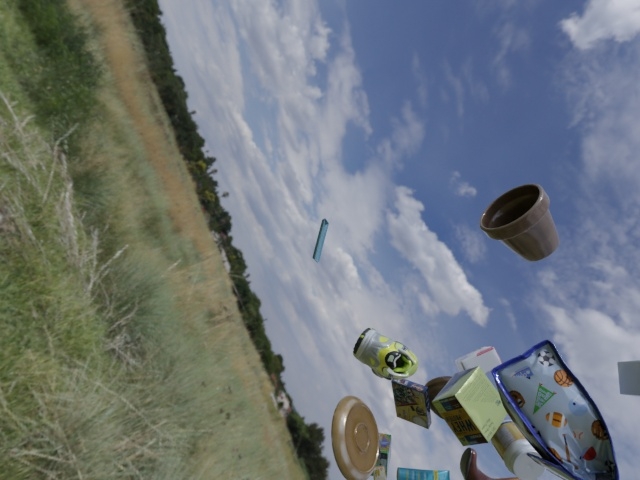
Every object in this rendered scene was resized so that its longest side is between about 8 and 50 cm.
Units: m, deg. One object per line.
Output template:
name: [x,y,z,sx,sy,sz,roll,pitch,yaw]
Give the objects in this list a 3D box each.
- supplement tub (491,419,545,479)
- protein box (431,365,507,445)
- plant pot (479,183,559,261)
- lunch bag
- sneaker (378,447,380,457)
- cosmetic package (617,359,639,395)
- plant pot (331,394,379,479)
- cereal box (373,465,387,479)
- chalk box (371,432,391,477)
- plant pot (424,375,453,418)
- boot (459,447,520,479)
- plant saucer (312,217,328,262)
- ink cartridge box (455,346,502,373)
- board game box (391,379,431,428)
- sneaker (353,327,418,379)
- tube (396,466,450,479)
supplement tub: [0.750,0.796,1.723,0.200,0.144,0.145,-95,164,-81]
protein box: [0.579,0.636,1.744,0.201,0.199,0.136,54,-39,7]
plant pot: [0.778,-0.048,1.723,0.229,0.263,0.263,47,-7,-16]
lunch bag: [0.690,0.541,1.319,0.328,0.238,0.386,48,12,-54]
sneaker: [0.137,0.710,1.607,0.092,0.088,0.225,3,-58,37]
cosmetic package: [0.961,0.341,1.070,0.377,0.284,0.098,87,7,-73]
plant pot: [0.110,0.569,1.306,0.236,0.032,0.237,33,46,-44]
cereal box: [0.221,0.925,1.560,0.173,0.047,0.240,79,4,-51]
chalk box: [0.262,1.034,2.166,0.213,0.131,0.133,-23,116,-73]
plant pot: [0.590,0.746,2.083,0.110,0.237,0.238,-72,150,-55]
boot: [0.750,1.031,1.948,0.096,0.280,0.264,57,36,-86]
plant saucer: [0.000,0.000,1.993,0.067,0.018,0.192,51,52,-67]
ink cartridge box: [0.700,0.544,2.018,0.218,0.158,0.092,52,13,-75]
board game box: [0.420,0.747,2.088,0.165,0.042,0.243,10,-54,34]
sneaker: [0.248,0.413,1.509,0.147,0.145,0.384,26,-5,39]
tube: [0.403,0.929,1.767,0.052,0.206,0.080,93,4,-59]
